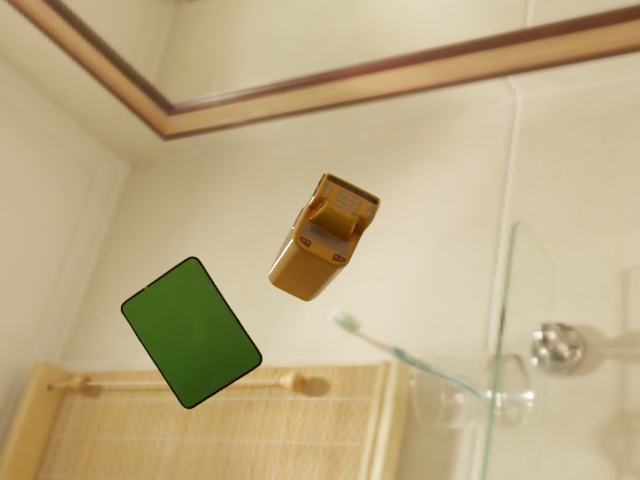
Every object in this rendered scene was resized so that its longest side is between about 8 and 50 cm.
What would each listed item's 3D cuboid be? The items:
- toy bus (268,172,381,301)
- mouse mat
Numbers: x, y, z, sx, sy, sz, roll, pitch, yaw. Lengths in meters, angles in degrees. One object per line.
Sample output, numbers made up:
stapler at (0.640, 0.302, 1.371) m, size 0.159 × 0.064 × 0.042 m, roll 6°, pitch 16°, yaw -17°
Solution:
toy bus at (0.000, 0.000, 1.694) m, size 0.108 × 0.333 × 0.130 m, roll 28°, pitch -110°, yaw -4°
mouse mat at (-0.189, 0.136, 1.418) m, size 0.190 × 0.152 × 0.007 m, roll 57°, pitch -164°, yaw 2°
